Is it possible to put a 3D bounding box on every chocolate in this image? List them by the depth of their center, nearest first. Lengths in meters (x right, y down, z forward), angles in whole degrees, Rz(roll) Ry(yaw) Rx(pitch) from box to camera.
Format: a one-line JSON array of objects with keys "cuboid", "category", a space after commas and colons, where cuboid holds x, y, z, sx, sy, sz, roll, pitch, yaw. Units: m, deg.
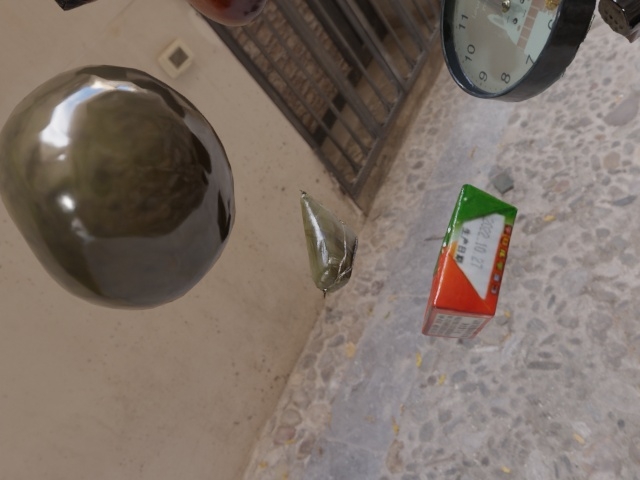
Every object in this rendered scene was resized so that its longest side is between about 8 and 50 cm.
[{"cuboid": [0.393, 0.082, 1.478, 0.161, 0.360, 0.342, 15, 72, 11], "category": "chocolate"}]

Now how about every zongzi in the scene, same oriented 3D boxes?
[{"cuboid": [0.000, 0.000, 1.213, 0.099, 0.197, 0.195, -28, 27, 26], "category": "zongzi"}]

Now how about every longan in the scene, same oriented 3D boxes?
[{"cuboid": [-0.317, -0.077, 0.879, 0.404, 0.405, 0.336, -17, 29, 36], "category": "longan"}]

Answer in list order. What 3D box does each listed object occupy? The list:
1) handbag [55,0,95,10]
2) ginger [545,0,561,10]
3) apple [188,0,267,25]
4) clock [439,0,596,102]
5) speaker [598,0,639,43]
[{"cuboid": [-0.434, -0.532, 0.998, 0.169, 0.155, 0.215, -49, 19, -24], "category": "handbag"}, {"cuboid": [0.354, -0.390, 0.749, 0.205, 0.081, 0.115, 21, 83, 40], "category": "ginger"}, {"cuboid": [-0.159, -0.508, 0.954, 0.234, 0.234, 0.234, -28, 35, 22], "category": "apple"}, {"cuboid": [0.377, -0.475, 1.104, 0.076, 0.387, 0.386, -6, 23, -23], "category": "clock"}, {"cuboid": [0.727, -0.559, 1.135, 0.329, 0.198, 0.259, -36, 9, 13], "category": "speaker"}]
